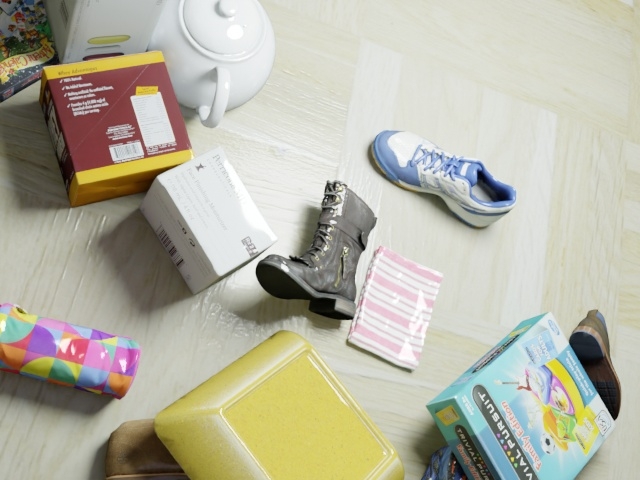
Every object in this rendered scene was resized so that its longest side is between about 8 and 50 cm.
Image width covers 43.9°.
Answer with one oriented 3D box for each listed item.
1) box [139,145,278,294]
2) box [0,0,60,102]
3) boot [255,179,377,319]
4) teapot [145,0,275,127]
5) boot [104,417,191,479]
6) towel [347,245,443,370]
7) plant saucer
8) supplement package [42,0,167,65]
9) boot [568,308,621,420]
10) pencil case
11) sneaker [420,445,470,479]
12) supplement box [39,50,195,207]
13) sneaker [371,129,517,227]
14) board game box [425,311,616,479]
[{"bbox_3d":[-0.184,-0.028,1.279,0.119,0.182,0.181,-32,90,-25],"label":"box"},{"bbox_3d":[-0.484,-0.356,1.319,0.233,0.044,0.159,-40,93,-26],"label":"box"},{"bbox_3d":[0.000,0.000,1.372,0.263,0.091,0.229,33,63,-48],"label":"boot"},{"bbox_3d":[-0.180,-0.350,1.365,0.252,0.187,0.256,-41,94,-25],"label":"teapot"},{"bbox_3d":[-0.178,0.330,1.236,0.305,0.112,0.115,4,64,-19],"label":"boot"},{"bbox_3d":[0.140,0.123,1.457,0.144,0.029,0.197,25,68,-14],"label":"towel"},{"bbox_3d":[-0.032,0.310,1.213,0.333,0.081,0.332,50,39,8],"label":"plant saucer"},{"bbox_3d":[-0.341,-0.423,1.224,0.145,0.262,0.204,-14,82,-26],"label":"supplement package"},{"bbox_3d":[0.553,0.243,1.561,0.106,0.082,0.219,-44,121,-48],"label":"boot"},{"bbox_3d":[-0.390,0.164,1.193,0.236,0.104,0.105,21,69,-17],"label":"pencil case"},{"bbox_3d":[0.203,0.452,1.362,0.083,0.087,0.221,37,59,-16],"label":"sneaker"},{"bbox_3d":[-0.332,-0.181,1.288,0.191,0.129,0.194,-15,82,-24],"label":"supplement box"},{"bbox_3d":[0.243,-0.137,1.513,0.296,0.131,0.112,27,70,-12],"label":"sneaker"},{"bbox_3d":[0.371,0.316,1.427,0.336,0.079,0.254,-29,88,-42],"label":"board game box"}]
